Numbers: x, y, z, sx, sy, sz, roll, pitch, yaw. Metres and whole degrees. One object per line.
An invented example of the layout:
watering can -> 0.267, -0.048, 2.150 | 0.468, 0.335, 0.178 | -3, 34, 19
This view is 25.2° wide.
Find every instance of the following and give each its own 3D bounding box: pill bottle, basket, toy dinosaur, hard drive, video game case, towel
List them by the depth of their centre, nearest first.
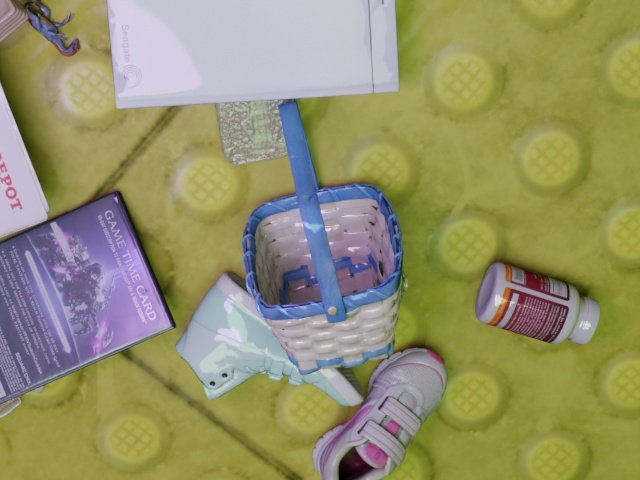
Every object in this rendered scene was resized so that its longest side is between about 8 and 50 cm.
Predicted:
hard drive -> -0.085, -0.289, 1.763 | 0.353, 0.047, 0.233 | -4, 101, -1
basket -> 0.000, 0.000, 1.786 | 0.201, 0.255, 0.289 | -15, 132, 5
toy dinosaur -> -0.339, -0.267, 1.792 | 0.090, 0.047, 0.082 | 2, 125, 32
towel -> -0.083, -0.172, 1.834 | 0.110, 0.027, 0.148 | -10, 111, 2
video game case -> -0.351, 0.078, 1.877 | 0.274, 0.026, 0.196 | -24, 87, 5
pill bottle -> 0.292, 0.089, 1.917 | 0.152, 0.086, 0.086 | 18, 109, -8

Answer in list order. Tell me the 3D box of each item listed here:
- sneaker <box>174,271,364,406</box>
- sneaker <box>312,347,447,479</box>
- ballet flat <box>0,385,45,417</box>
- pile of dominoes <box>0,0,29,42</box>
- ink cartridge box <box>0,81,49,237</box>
sneaker -> -0.073, 0.174, 1.926 | 0.256, 0.094, 0.151 | 38, 99, -5
sneaker -> 0.089, 0.260, 1.957 | 0.103, 0.111, 0.252 | 33, 105, -14
ballet flat -> -0.417, 0.192, 1.943 | 0.206, 0.073, 0.067 | -32, 136, 12
pile of dominoes -> -0.447, -0.340, 1.704 | 0.196, 0.040, 0.251 | -38, 75, 8
ink cartridge box -> -0.517, -0.087, 1.761 | 0.306, 0.131, 0.226 | -20, 111, -10
